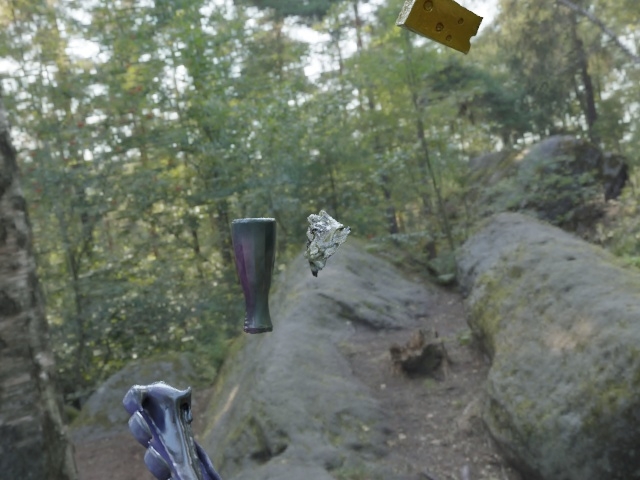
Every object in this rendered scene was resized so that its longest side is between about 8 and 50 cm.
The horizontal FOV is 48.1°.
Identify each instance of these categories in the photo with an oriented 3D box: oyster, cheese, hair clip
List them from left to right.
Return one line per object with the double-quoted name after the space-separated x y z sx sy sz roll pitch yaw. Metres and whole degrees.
-0.117 0.204 0.665 0.052 0.124 0.195 -42 46 3 "hair clip"
0.000 0.003 1.304 0.053 0.109 0.166 24 10 -16 "oyster"
0.268 -0.488 1.593 0.171 0.093 0.126 21 13 -9 "cheese"

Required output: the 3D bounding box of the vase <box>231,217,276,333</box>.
-0.122 0.066 1.357 0.086 0.214 0.086 -2 0 0 "vase"
